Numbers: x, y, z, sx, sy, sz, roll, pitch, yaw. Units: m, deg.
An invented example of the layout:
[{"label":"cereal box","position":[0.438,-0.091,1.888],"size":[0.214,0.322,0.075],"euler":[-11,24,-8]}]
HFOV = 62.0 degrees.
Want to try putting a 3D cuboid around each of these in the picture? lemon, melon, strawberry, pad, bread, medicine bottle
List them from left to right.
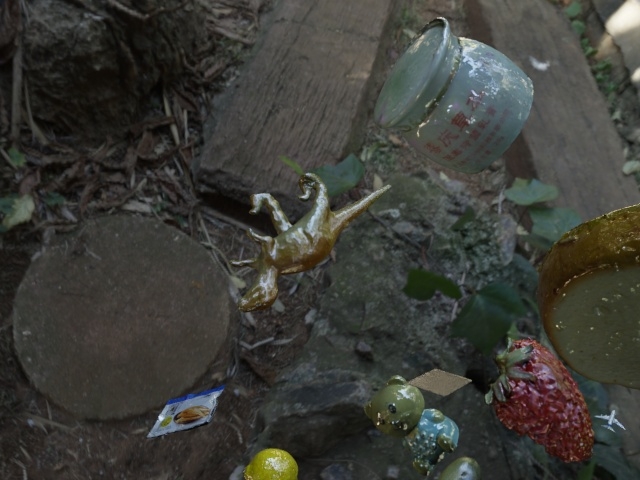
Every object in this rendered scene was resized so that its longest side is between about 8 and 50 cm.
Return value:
[{"label":"lemon","position":[-0.114,0.536,1.225],"size":[0.132,0.109,0.109],"euler":[13,57,-15]},{"label":"pad","position":[0.304,0.360,1.358],"size":[0.157,0.112,0.003],"euler":[-5,101,-50]},{"label":"medicine bottle","position":[0.156,-0.171,0.644],"size":[0.142,0.147,0.148],"euler":[25,55,-18]},{"label":"melon","position":[0.320,0.584,1.245],"size":[0.099,0.099,0.162],"euler":[33,72,1]},{"label":"strawberry","position":[0.547,0.363,1.229],"size":[0.306,0.138,0.234],"euler":[32,52,-2]},{"label":"bread","position":[0.322,0.059,0.498],"size":[0.236,0.236,0.070],"euler":[24,52,-5]}]

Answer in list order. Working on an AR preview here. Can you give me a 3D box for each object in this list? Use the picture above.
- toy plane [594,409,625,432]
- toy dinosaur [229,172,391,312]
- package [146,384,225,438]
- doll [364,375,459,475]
[{"label":"toy plane","position":[0.784,0.486,1.438],"size":[0.077,0.024,0.084],"euler":[20,25,31]},{"label":"toy dinosaur","position":[0.000,0.000,0.470],"size":[0.161,0.039,0.127],"euler":[-2,58,-12]},{"label":"package","position":[-0.339,0.435,1.357],"size":[0.171,0.173,0.027],"euler":[-19,105,8]},{"label":"doll","position":[0.270,0.537,1.590],"size":[0.260,0.177,0.161],"euler":[39,23,7]}]
